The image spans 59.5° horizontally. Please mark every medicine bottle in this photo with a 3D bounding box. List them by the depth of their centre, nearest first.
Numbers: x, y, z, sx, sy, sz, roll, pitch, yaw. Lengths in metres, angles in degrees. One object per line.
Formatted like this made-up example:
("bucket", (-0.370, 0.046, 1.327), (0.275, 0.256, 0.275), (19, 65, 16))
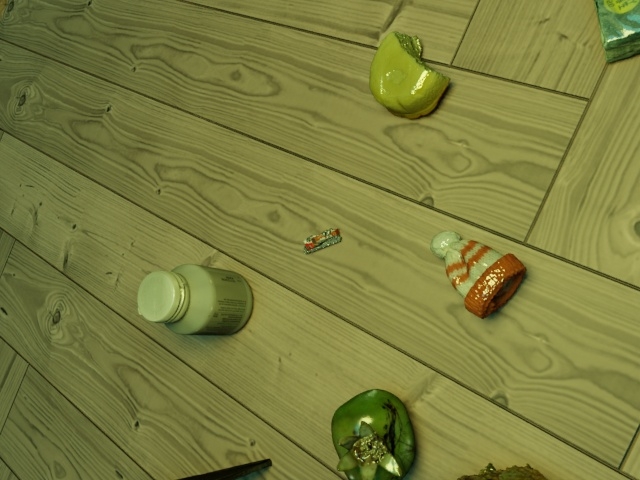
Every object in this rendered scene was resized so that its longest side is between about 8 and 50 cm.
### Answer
("medicine bottle", (-0.240, 0.114, 1.074), (0.135, 0.215, 0.135), (-5, 79, 29))

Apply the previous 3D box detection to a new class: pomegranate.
("pomegranate", (0.081, 0.315, 0.879), (0.131, 0.191, 0.152), (-22, 72, 6))

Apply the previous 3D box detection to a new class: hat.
("hat", (0.237, 0.039, 0.901), (0.112, 0.093, 0.162), (-46, 57, 2))

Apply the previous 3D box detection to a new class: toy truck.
("toy truck", (0.000, 0.000, 1.074), (0.083, 0.024, 0.032), (-19, 101, 22))

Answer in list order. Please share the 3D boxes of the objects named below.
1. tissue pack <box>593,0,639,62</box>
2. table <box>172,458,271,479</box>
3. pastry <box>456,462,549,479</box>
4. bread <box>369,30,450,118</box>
("tissue pack", (0.537, -0.391, 0.815), (0.257, 0.081, 0.185), (-12, 76, 28))
("table", (-0.229, 0.557, 1.002), (0.282, 0.196, 0.250), (-20, 71, 24))
("pastry", (0.252, 0.404, 0.732), (0.275, 0.275, 0.193), (-8, 104, 28))
("bread", (0.149, -0.292, 1.011), (0.125, 0.086, 0.156), (-43, 60, 27))
